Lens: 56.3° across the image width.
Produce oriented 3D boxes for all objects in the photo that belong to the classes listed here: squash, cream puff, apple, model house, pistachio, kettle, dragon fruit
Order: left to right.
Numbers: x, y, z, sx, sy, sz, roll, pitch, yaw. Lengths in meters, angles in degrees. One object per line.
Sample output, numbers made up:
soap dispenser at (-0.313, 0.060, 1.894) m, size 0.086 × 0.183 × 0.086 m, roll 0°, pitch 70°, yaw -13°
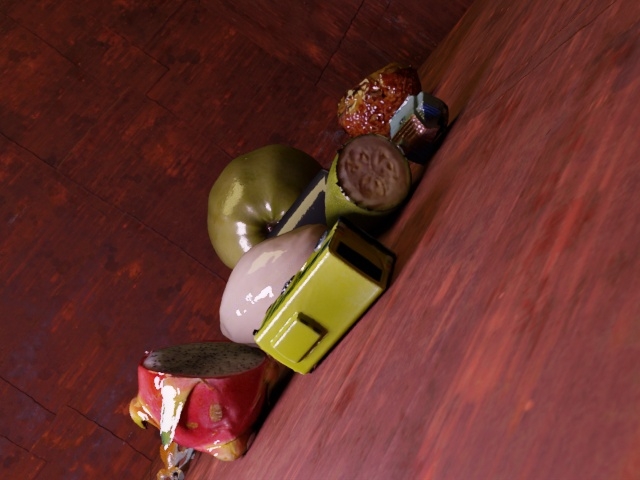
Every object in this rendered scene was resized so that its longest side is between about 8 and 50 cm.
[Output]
dragon fruit at (-0.237, 0.319, 1.219) m, size 0.290 × 0.291 × 0.189 m, roll -97°, pitch 11°, yaw -82°
apple at (-0.152, -0.080, 1.957) m, size 0.473 × 0.474 × 0.473 m, roll -55°, pitch 5°, yaw 7°
pistachio at (-0.070, 0.096, 1.229) m, size 0.332 × 0.226 × 0.208 m, roll -32°, pitch -25°, yaw 14°
kettle at (0.006, 0.004, 1.522) m, size 0.308 × 0.262 × 0.203 m, roll -53°, pitch 39°, yaw -1°
squash at (0.076, -0.107, 1.332) m, size 0.189 × 0.189 × 0.260 m, roll -57°, pitch 7°, yaw -19°
cream puff at (0.212, -0.458, 2.075) m, size 0.351 × 0.228 × 0.350 m, roll -32°, pitch -1°, yaw -1°
model house at (0.215, -0.229, 1.331) m, size 0.148 × 0.120 × 0.148 m, roll -49°, pitch 18°, yaw 45°

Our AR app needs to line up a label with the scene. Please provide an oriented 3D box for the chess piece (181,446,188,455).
chess piece at (-0.412, 0.612, 1.977) m, size 0.090 × 0.090 × 0.200 m, roll -53°, pitch 16°, yaw 25°

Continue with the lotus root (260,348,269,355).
lotus root at (-0.140, 0.246, 1.663) m, size 0.135 × 0.095 × 0.159 m, roll -58°, pitch -2°, yaw 16°

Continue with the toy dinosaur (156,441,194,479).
toy dinosaur at (-0.435, 0.634, 1.761) m, size 0.142 × 0.057 × 0.211 m, roll 3°, pitch 93°, yaw 42°

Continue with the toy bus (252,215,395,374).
toy bus at (0.000, 0.104, 1.033) m, size 0.262 × 0.128 × 0.150 m, roll -52°, pitch 6°, yaw 29°

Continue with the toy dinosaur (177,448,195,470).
toy dinosaur at (-0.349, 0.571, 1.727) m, size 0.167 × 0.053 × 0.242 m, roll -52°, pitch 7°, yaw 49°
